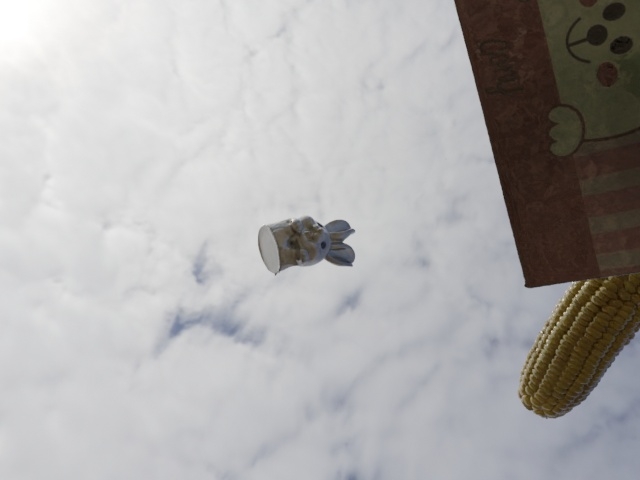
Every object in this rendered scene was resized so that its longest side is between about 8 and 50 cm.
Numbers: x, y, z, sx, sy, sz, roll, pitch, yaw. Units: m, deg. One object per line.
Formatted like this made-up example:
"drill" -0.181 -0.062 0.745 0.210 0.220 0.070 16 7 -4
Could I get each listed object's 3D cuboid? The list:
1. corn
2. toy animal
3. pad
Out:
"corn" 0.332 0.098 0.675 0.101 0.101 0.292 27 -66 8
"toy animal" -0.002 0.002 1.124 0.131 0.221 0.104 -45 -123 56
"pad" 0.186 -0.129 0.332 0.202 0.005 0.300 -13 -87 32
